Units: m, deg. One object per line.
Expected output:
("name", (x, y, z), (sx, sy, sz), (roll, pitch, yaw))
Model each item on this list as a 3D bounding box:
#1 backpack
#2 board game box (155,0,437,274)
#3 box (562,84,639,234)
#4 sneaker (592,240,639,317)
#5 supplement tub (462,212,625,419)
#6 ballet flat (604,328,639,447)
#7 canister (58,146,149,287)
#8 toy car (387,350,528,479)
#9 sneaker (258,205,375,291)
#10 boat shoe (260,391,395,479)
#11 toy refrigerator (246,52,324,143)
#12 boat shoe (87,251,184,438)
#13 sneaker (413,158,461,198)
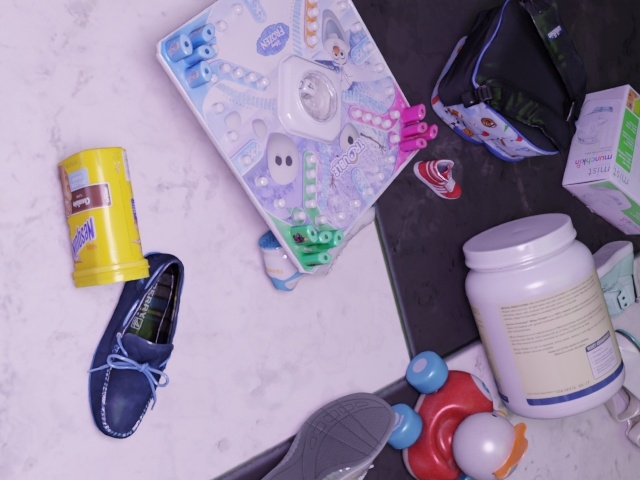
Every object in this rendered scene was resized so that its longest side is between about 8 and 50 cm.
("backpack", (0.356, -0.276, 1.468), (0.263, 0.213, 0.277), (37, 72, -20))
("board game box", (-0.004, -0.216, 1.189), (0.390, 0.050, 0.390), (-49, 115, -37))
("box", (0.673, -0.170, 1.745), (0.262, 0.126, 0.231), (30, 68, -32))
("sneaker", (0.601, 0.110, 1.689), (0.255, 0.094, 0.151), (-23, 103, -34))
("supplement tub", (0.404, 0.135, 1.454), (0.235, 0.235, 0.325), (-26, 102, -35))
("ballet flat", (0.706, 0.373, 1.741), (0.139, 0.139, 0.400), (-47, 109, -29))
("canister", (-0.285, -0.028, 1.031), (0.073, 0.126, 0.170), (-9, 90, -36))
("toy car", (0.268, 0.325, 1.339), (0.219, 0.238, 0.210), (44, 63, -26))
("sneaker", (0.000, 0.000, 1.271), (0.228, 0.087, 0.092), (-28, 119, -33))
("boat shoe", (-0.004, 0.362, 1.229), (0.118, 0.103, 0.320), (33, 54, 20))
("toy refrigerator", (-0.084, -0.197, 1.213), (0.102, 0.094, 0.270), (-31, 105, -41))
("boat shoe", (-0.249, 0.137, 1.065), (0.109, 0.089, 0.258), (14, 78, -35))
("sneaker", (0.232, -0.112, 1.450), (0.118, 0.067, 0.042), (28, 71, -31))
